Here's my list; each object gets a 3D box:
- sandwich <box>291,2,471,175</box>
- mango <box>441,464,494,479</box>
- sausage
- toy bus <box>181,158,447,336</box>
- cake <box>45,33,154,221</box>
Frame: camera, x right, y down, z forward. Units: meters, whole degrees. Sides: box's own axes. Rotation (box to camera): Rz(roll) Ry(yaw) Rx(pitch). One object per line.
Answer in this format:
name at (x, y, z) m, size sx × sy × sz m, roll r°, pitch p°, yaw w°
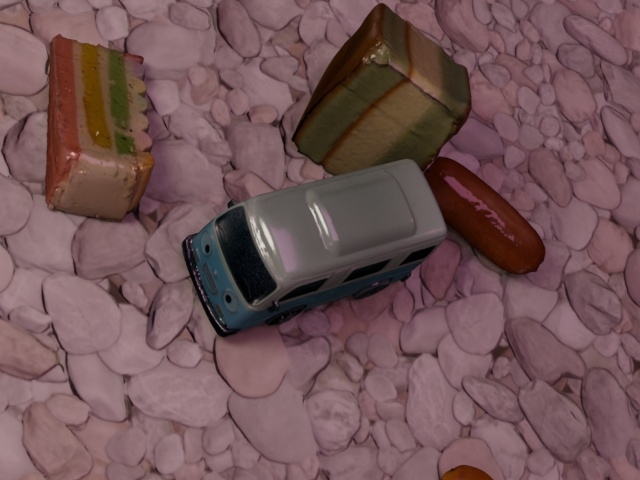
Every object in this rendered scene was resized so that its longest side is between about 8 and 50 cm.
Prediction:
sandwich at (0.098, -0.196, 1.421) m, size 0.155 × 0.227 × 0.198 m, roll 34°, pitch 56°, yaw -11°
mango at (0.178, 0.294, 1.348) m, size 0.089 × 0.046 × 0.060 m, roll 38°, pitch 57°, yaw -23°
sausage at (0.208, -0.029, 1.496) m, size 0.197 × 0.076 × 0.076 m, roll 42°, pitch 55°, yaw -7°
toy bus at (0.000, 0.000, 1.316) m, size 0.271 × 0.165 × 0.133 m, roll -16°, pitch 76°, yaw -32°
cake at (-0.245, -0.141, 1.302) m, size 0.109 × 0.090 × 0.225 m, roll 7°, pitch 64°, yaw -21°
